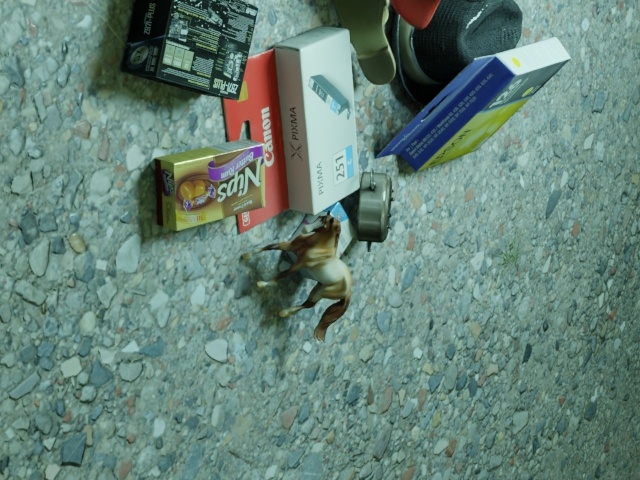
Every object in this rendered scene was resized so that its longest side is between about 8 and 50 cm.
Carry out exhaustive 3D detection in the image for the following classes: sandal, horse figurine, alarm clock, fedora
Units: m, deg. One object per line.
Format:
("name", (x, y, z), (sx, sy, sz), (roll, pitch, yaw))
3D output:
("sandal", (0.081, -0.395, 2.006), (0.079, 0.088, 0.240), (-83, 159, -54))
("horse figurine", (-0.013, 0.061, 1.958), (0.175, 0.066, 0.263), (-25, 131, 5))
("alarm clock", (0.100, -0.070, 2.077), (0.192, 0.064, 0.129), (77, 18, -60))
("fedora", (0.282, -0.401, 2.183), (0.334, 0.153, 0.333), (-22, 119, -47))

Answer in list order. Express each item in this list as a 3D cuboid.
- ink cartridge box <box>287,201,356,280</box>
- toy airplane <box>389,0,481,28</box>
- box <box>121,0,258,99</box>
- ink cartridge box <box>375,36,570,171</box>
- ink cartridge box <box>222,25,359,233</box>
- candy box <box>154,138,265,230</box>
("ink cartridge box", (0.000, 0.000, 2.035), (0.122, 0.052, 0.088), (-56, 138, -26))
("toy airplane", (0.139, -0.568, 1.798), (0.386, 0.273, 0.384), (84, 4, -80))
("box", (-0.189, -0.296, 1.669), (0.180, 0.078, 0.147), (7, 96, -53))
("ink cartridge box", (0.295, -0.251, 2.172), (0.307, 0.072, 0.303), (-25, 166, -48))
("ink cartridge box", (-0.043, -0.182, 1.909), (0.261, 0.066, 0.296), (-31, 125, -44))
("candy box", (-0.169, -0.089, 1.775), (0.187, 0.053, 0.109), (-16, 115, -42))
